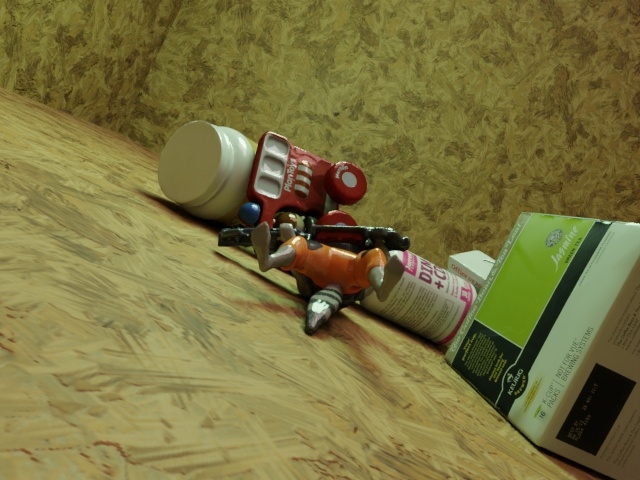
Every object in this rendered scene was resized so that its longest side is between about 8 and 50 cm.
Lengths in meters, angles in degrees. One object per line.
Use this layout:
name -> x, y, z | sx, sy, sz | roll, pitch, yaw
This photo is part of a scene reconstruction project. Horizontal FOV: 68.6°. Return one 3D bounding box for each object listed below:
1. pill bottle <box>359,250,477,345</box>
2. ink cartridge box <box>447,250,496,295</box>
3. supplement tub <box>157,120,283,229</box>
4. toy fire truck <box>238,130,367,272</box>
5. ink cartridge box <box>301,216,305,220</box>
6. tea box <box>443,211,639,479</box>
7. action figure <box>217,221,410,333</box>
pill bottle -> 0.185, 0.108, 1.044 | 0.283, 0.160, 0.160 | 26, 3, -9
ink cartridge box -> 0.377, 0.152, 1.133 | 0.093, 0.212, 0.154 | -8, 27, -23
supplement tub -> -0.216, -0.144, 1.167 | 0.228, 0.228, 0.316 | 29, 4, 32
toy fire truck -> -0.052, -0.074, 1.054 | 0.254, 0.301, 0.169 | 20, -25, -21
ink cartridge box -> -0.084, -0.044, 1.587 | 0.176, 0.127, 0.128 | 24, 5, -41
tea box -> 0.423, 0.151, 0.771 | 0.220, 0.328, 0.323 | 26, 4, -11
action figure -> -0.022, 0.053, 0.770 | 0.342, 0.178, 0.330 | 0, -8, 8
